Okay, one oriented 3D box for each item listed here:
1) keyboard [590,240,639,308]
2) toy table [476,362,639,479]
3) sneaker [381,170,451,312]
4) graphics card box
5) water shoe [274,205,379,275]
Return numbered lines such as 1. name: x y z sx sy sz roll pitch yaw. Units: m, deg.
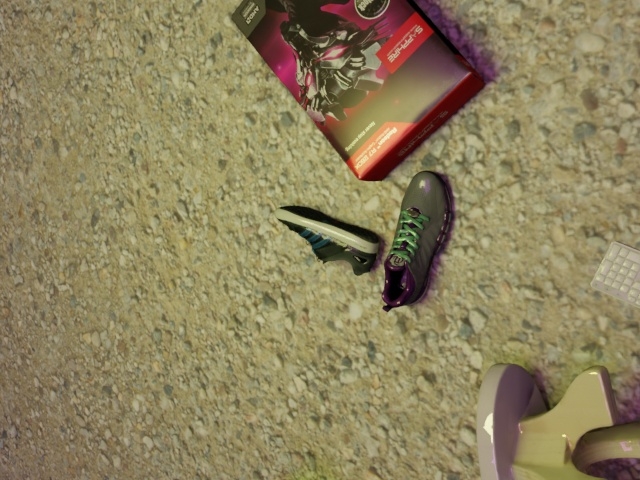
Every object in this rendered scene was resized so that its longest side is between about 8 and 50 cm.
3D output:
1. keyboard: 0.501 0.085 0.741 0.256 0.014 0.072 27 109 22
2. toy table: 0.331 0.301 0.753 0.160 0.252 0.274 -14 99 46
3. sneaker: 0.145 0.004 0.873 0.083 0.098 0.224 13 104 26
4. graphics card box: 0.048 -0.305 0.886 0.233 0.094 0.371 -42 76 27
5. water shoe: 0.000 0.000 0.966 0.203 0.073 0.080 22 109 25
